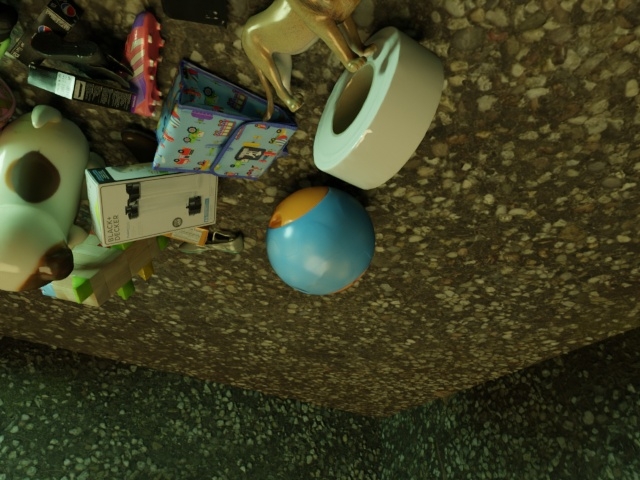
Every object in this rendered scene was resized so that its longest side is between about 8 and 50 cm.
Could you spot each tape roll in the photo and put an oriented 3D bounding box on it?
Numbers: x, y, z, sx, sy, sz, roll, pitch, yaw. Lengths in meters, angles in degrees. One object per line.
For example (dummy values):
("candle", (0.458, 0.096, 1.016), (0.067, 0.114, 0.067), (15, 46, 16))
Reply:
("tape roll", (0.098, -0.244, 0.878), (0.100, 0.286, 0.286), (21, 142, -22))

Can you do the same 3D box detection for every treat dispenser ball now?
("treat dispenser ball", (0.000, 0.000, 1.232), (0.289, 0.288, 0.288), (4, 145, 3))

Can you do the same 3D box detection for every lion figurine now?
("lion figurine", (-0.049, -0.379, 0.826), (0.392, 0.142, 0.240), (-22, 116, 42))

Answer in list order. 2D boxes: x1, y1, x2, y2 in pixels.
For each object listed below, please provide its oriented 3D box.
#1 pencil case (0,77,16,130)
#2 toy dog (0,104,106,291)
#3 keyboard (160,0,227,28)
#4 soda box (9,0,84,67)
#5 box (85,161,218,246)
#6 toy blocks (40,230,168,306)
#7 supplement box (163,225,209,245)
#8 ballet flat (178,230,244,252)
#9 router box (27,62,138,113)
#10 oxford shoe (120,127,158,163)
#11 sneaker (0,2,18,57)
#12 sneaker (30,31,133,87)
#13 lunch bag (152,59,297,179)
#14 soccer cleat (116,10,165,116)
("pencil case", (-0.860, -0.248, 1.063), (0.386, 0.160, 0.167), (-27, 129, 25))
("toy dog", (-0.662, -0.071, 1.099), (0.285, 0.407, 0.395), (20, 144, -32))
("keyboard", (-0.176, -0.483, 0.755), (0.202, 0.033, 0.317), (7, 155, -6))
("soda box", (-0.541, -0.409, 0.920), (0.169, 0.060, 0.053), (-20, 136, 33))
("box", (-0.404, -0.101, 1.144), (0.290, 0.087, 0.169), (-14, 129, -37))
("toy blocks", (-0.680, 0.051, 1.389), (0.261, 0.381, 0.190), (8, 123, 16))
("supplement box", (-0.447, -0.060, 1.385), (0.234, 0.078, 0.080), (18, 129, -18))
("ballet flat", (-0.349, -0.001, 1.489), (0.213, 0.072, 0.068), (1, 118, 5))
("router box", (-0.481, -0.308, 0.946), (0.179, 0.046, 0.133), (24, -166, 31))
("oxford shoe", (-0.421, -0.191, 1.188), (0.083, 0.096, 0.227), (-12, 140, 26))
("sneaker", (-0.723, -0.505, 0.747), (0.202, 0.185, 0.483), (-28, 139, 14))
("sneaker", (-0.459, -0.347, 0.903), (0.170, 0.051, 0.089), (12, 167, 9))
("lunch bag", (-0.211, -0.245, 1.081), (0.293, 0.138, 0.221), (10, 146, -29))
("soccer cleat", (-0.377, -0.358, 0.959), (0.095, 0.083, 0.248), (17, 147, -8))
